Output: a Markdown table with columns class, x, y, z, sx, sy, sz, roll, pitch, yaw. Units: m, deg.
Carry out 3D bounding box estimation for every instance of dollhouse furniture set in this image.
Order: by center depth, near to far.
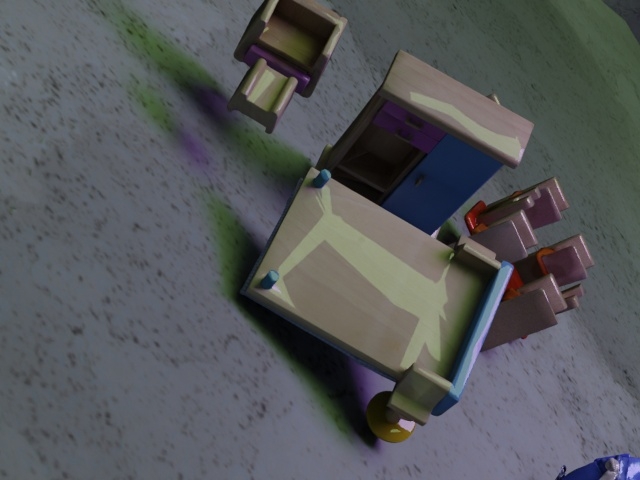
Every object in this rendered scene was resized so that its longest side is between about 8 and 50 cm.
| class | x | y | z | sx | sy | sz | roll | pitch | yaw |
| --- | --- | --- | --- | --- | --- | --- | --- | --- | --- |
| dollhouse furniture set | 0.000 | 0.000 | 1.275 | 0.286 | 0.198 | 0.303 | 28 | 60 | -7 |
| dollhouse furniture set | 0.178 | -0.017 | 1.616 | 0.259 | 0.135 | 0.262 | 65 | 22 | -4 |

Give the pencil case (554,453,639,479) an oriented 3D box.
| class | x | y | z | sx | sy | sz | roll | pitch | yaw |
| --- | --- | --- | --- | --- | --- | --- | --- | --- | --- |
| pencil case | 0.284 | 0.317 | 1.307 | 0.306 | 0.119 | 0.133 | -89 | 162 | -56 |
